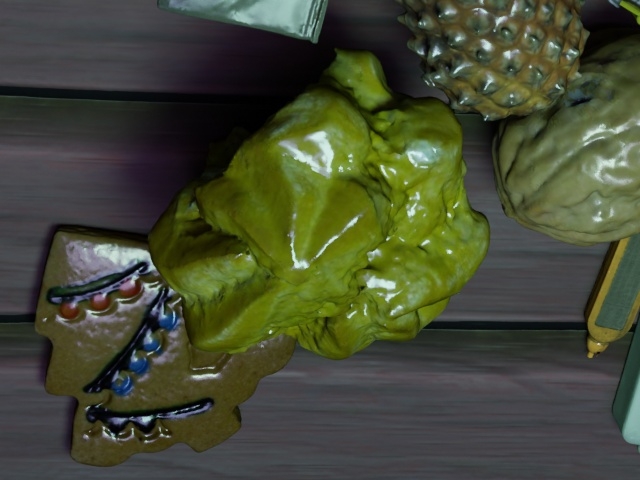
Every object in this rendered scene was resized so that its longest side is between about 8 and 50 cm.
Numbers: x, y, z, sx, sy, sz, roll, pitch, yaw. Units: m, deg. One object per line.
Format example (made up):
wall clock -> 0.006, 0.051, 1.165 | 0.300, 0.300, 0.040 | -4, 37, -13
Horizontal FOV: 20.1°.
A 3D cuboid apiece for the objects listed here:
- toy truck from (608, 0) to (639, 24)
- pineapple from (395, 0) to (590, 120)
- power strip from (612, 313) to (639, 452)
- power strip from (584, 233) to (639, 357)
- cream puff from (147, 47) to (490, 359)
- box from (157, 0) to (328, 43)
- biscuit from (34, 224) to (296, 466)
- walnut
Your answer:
toy truck -> 0.240, -0.307, 1.661 | 0.286, 0.136, 0.111 | 36, 108, -20
pineapple -> 0.126, -0.269, 1.570 | 0.175, 0.175, 0.361 | -20, 129, 3
power strip -> 0.394, 0.066, 1.913 | 0.091, 0.062, 0.385 | 8, 115, -8
power strip -> 0.317, 0.048, 1.912 | 0.049, 0.028, 0.178 | 12, 115, -13
cream puff -> 0.000, 0.006, 1.674 | 0.274, 0.270, 0.323 | 39, 140, -13
box -> -0.050, -0.321, 1.607 | 0.149, 0.155, 0.231 | 11, 116, -10
biscuit -> -0.189, 0.106, 1.866 | 0.278, 0.043, 0.301 | -35, 116, 10
walnut -> 0.276, -0.099, 1.739 | 0.245, 0.198, 0.198 | -33, 116, 4
